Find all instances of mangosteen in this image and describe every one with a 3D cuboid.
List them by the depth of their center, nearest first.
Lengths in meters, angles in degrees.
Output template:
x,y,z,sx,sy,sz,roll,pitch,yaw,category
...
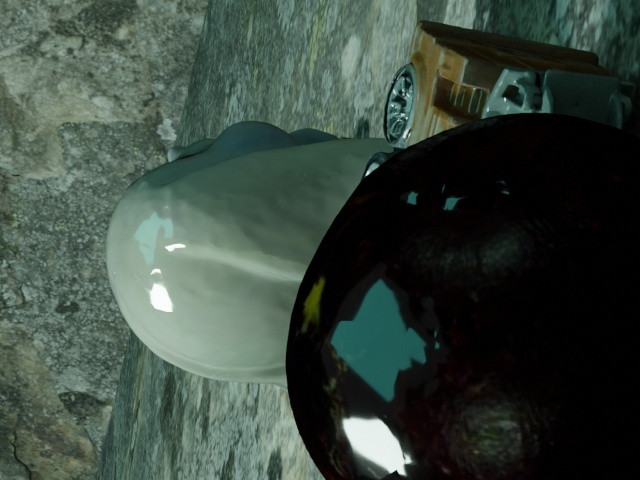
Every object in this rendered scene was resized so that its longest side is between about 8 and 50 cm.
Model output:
x,y,z,sx,sy,sz,roll,pitch,yaw,category
0.103,0.070,0.847,0.228,0.228,0.265,-102,-8,-59,mangosteen

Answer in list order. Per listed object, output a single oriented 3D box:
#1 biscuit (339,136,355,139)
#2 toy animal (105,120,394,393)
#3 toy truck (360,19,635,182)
x,y,z,sx,sy,sz,roll,pitch,yaw,category
0.000,0.000,1.756,0.162,0.035,0.250,-104,24,-49,biscuit
0.001,0.028,1.228,0.249,0.289,0.174,81,-177,-45,toy animal
0.095,0.054,1.039,0.184,0.133,0.338,-134,54,-70,toy truck
